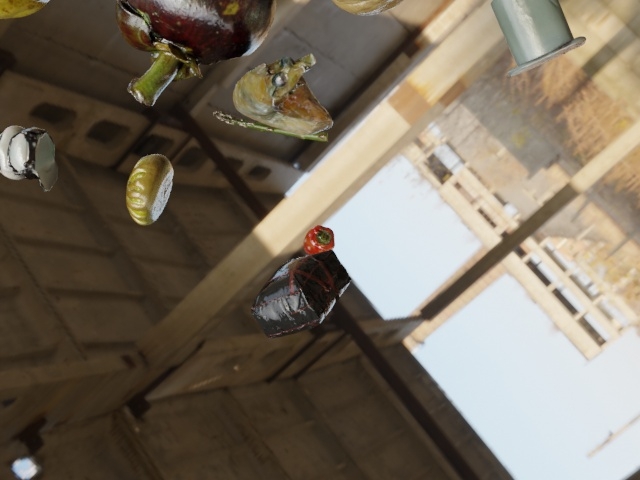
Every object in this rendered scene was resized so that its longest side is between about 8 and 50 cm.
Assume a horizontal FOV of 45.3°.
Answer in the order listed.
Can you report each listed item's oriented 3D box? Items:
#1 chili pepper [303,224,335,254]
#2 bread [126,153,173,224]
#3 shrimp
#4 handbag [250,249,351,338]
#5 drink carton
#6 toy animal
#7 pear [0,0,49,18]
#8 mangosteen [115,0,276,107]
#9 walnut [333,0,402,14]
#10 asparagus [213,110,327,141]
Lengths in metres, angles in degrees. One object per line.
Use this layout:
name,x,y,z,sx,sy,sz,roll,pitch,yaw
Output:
chili pepper,0.000,0.000,2.248,0.192,0.086,0.084,124,145,-73
bread,-0.488,-0.144,2.163,0.105,0.213,0.213,18,-162,-2
shrimp,-0.045,-0.220,1.195,0.168,0.077,0.317,18,174,-15
handbag,-0.039,0.124,1.811,0.155,0.169,0.215,55,-143,-11
drink carton,0.496,-0.503,1.797,0.189,0.191,0.185,64,-158,-6
toy animal,-0.806,-0.225,2.071,0.179,0.166,0.138,9,179,24
pear,-0.833,-0.719,2.006,0.281,0.281,0.281,41,-164,-14
mangosteen,-0.196,-0.329,1.152,0.231,0.289,0.231,22,-174,-2
walnut,0.126,-0.655,1.820,0.225,0.261,0.225,-19,-90,-79
asparagus,-0.105,-0.240,1.617,0.248,0.025,0.024,11,161,1
